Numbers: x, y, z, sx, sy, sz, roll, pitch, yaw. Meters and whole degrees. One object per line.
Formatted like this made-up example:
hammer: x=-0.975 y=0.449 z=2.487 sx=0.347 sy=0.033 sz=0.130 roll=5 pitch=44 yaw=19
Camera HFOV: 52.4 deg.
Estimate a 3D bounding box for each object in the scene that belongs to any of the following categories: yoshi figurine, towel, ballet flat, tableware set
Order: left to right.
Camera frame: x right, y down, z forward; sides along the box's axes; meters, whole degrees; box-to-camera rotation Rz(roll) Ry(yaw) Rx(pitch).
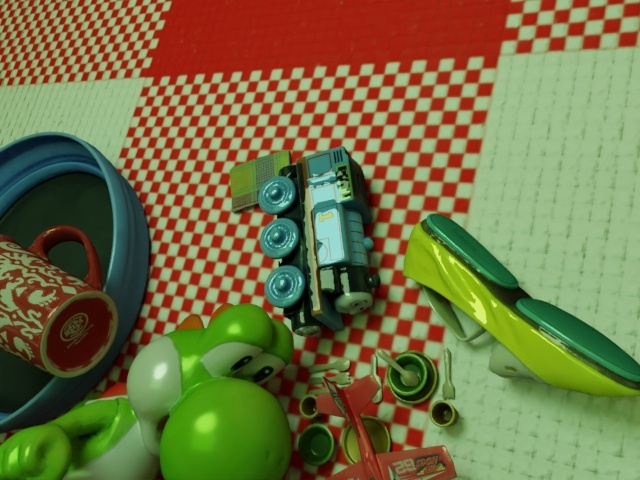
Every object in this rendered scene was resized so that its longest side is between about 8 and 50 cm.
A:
yoshi figurine: x=-0.164 y=0.210 z=0.586 sx=0.362 sy=0.203 sz=0.203 roll=-40 pitch=81 yaw=12
towel: x=-0.069 y=-0.068 z=0.745 sx=0.083 sy=0.009 sz=0.060 roll=-17 pitch=63 yaw=23
tableware set: x=0.047 y=0.151 z=0.583 sx=0.154 sy=0.024 sz=0.104 roll=-11 pitch=66 yaw=25
ballet flat: x=0.151 y=0.066 z=0.538 sx=0.231 sy=0.077 sz=0.077 roll=44 pitch=116 yaw=37

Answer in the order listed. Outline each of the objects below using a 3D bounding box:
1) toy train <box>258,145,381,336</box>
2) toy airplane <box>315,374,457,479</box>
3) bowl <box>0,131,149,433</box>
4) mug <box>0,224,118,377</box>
toy train: x=0.000 y=0.000 z=0.639 sx=0.105 sy=0.080 sz=0.184 roll=-15 pitch=64 yaw=18
toy airplane: x=0.039 y=0.181 z=0.553 sx=0.151 sy=0.028 sz=0.151 roll=5 pitch=101 yaw=28
bowl: x=-0.383 y=0.051 z=0.837 sx=0.391 sy=0.077 sz=0.391 roll=-11 pitch=66 yaw=25
mug: x=-0.295 y=0.052 z=0.675 sx=0.169 sy=0.113 sz=0.150 roll=18 pitch=83 yaw=30
